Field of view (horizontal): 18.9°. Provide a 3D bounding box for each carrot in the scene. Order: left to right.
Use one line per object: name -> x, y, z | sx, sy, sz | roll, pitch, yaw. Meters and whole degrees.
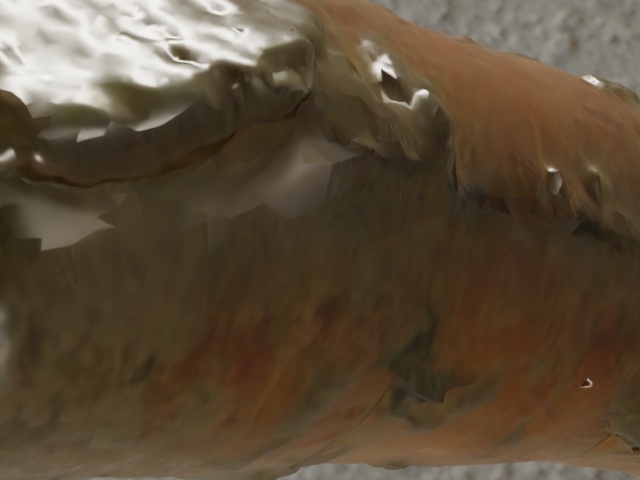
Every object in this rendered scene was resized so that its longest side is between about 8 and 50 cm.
carrot -> 0.000, 0.000, 0.494 | 0.139, 0.302, 0.138 | -13, 72, 46
